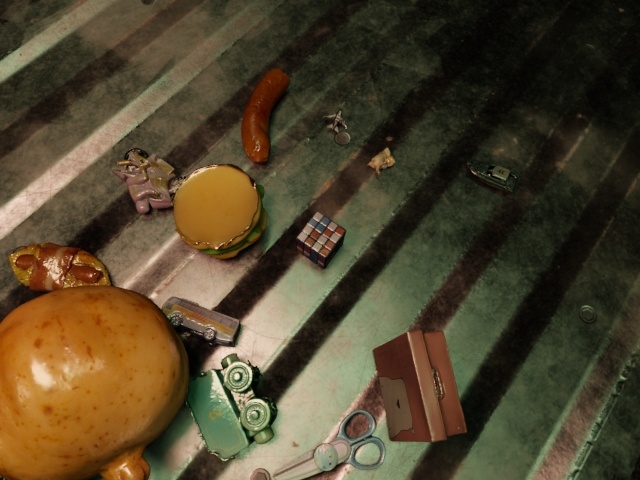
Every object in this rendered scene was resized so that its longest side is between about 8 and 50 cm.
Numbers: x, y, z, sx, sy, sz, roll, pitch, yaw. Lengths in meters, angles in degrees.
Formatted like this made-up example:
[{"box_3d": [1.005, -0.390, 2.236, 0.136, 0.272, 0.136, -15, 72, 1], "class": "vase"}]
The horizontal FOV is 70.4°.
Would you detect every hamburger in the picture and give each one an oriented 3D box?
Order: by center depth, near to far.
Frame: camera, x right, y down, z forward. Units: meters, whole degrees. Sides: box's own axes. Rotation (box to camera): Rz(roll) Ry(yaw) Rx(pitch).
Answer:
[{"box_3d": [-0.237, -0.063, 1.124, 0.236, 0.149, 0.238, -2, 70, 5], "class": "hamburger"}]

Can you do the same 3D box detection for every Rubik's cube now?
[{"box_3d": [0.000, 0.000, 1.140, 0.092, 0.092, 0.092, 33, 70, 10], "class": "Rubik's cube"}]

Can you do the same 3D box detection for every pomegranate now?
[{"box_3d": [-0.435, 0.288, 0.863, 0.409, 0.410, 0.411, 1, 69, -3], "class": "pomegranate"}]

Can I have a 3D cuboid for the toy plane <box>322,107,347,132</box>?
[{"box_3d": [0.048, -0.352, 1.314, 0.078, 0.031, 0.084, 25, 71, -10], "class": "toy plane"}]

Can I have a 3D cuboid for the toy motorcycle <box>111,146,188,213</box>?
[{"box_3d": [-0.445, -0.145, 1.185, 0.224, 0.073, 0.152, 30, 73, 8], "class": "toy motorcycle"}]

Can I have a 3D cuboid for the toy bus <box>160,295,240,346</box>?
[{"box_3d": [-0.284, 0.193, 1.066, 0.190, 0.064, 0.075, 20, 63, 5], "class": "toy bus"}]

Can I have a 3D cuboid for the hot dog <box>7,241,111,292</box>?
[{"box_3d": [-0.630, 0.066, 1.080, 0.261, 0.093, 0.123, 7, 69, 0], "class": "hot dog"}]

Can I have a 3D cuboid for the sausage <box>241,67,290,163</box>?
[{"box_3d": [-0.163, -0.353, 1.277, 0.102, 0.076, 0.303, 12, 68, 2], "class": "sausage"}]

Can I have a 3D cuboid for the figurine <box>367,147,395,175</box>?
[{"box_3d": [0.174, -0.219, 1.266, 0.083, 0.047, 0.051, -39, 90, -23], "class": "figurine"}]

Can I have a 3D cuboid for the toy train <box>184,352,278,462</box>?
[{"box_3d": [-0.191, 0.359, 0.984, 0.162, 0.112, 0.203, -28, 72, -7], "class": "toy train"}]

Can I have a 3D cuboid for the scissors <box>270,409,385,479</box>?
[{"box_3d": [0.014, 0.472, 0.990, 0.255, 0.030, 0.125, -19, 72, -13], "class": "scissors"}]

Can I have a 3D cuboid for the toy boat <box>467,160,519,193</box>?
[{"box_3d": [0.473, -0.184, 1.258, 0.141, 0.060, 0.055, 28, 71, 11], "class": "toy boat"}]

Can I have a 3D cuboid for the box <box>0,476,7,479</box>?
[{"box_3d": [-0.597, 0.467, 0.956, 0.177, 0.036, 0.115, -18, 70, -10], "class": "box"}]

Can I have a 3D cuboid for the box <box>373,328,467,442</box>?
[{"box_3d": [0.203, 0.310, 0.968, 0.085, 0.215, 0.216, -3, 68, -16], "class": "box"}]
